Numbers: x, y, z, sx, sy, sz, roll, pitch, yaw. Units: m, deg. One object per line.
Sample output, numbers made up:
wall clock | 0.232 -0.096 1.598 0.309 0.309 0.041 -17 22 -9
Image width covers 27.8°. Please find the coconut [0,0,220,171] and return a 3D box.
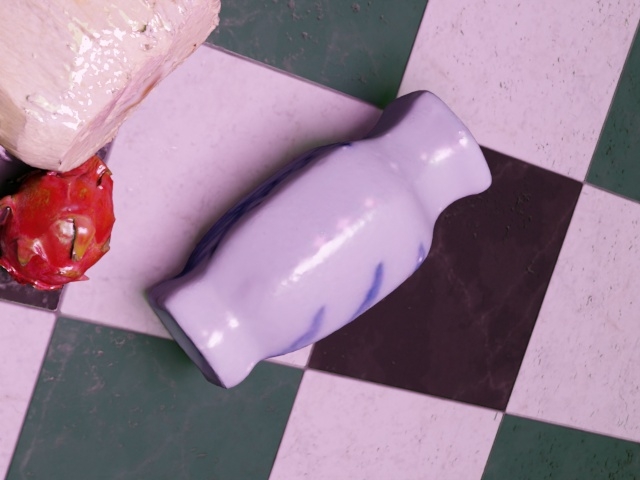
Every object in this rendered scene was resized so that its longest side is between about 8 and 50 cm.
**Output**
coconut | -0.268 -0.231 1.287 0.297 0.297 0.254 -44 92 -13

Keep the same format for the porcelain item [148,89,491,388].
porcelain item | 0.000 0.000 1.528 0.405 0.242 0.178 -39 100 -13

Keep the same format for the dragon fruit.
dragon fruit | -0.286 -0.021 1.418 0.136 0.133 0.166 38 84 -25
